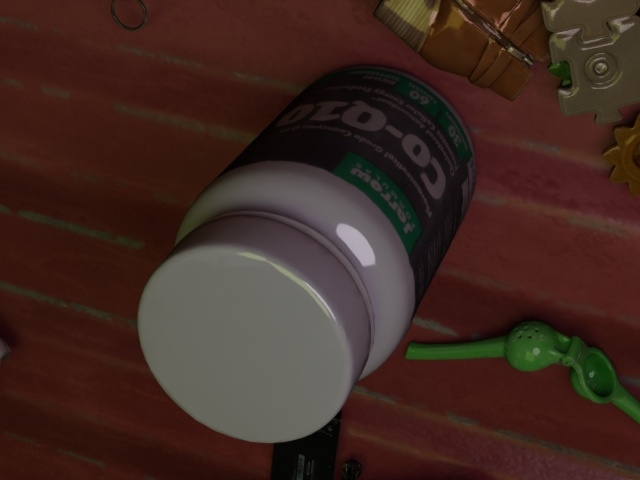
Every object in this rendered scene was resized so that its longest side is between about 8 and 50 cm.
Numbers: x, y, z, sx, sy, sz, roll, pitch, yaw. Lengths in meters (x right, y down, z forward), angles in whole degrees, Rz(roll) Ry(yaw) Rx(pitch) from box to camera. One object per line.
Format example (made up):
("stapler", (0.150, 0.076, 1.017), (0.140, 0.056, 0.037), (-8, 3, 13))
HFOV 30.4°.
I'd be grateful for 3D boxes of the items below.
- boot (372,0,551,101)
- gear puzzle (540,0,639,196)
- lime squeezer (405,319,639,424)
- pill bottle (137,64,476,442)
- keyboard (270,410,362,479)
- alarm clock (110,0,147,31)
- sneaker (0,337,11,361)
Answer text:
("boot", (0.156, -0.226, 1.005), (0.152, 0.073, 0.197), (32, 122, -7))
("gear puzzle", (0.272, -0.190, 0.986), (0.175, 0.044, 0.339), (-11, 118, 11))
("lime squeezer", (0.238, 0.141, 1.171), (0.310, 0.059, 0.110), (21, 122, 9))
("pill bottle", (0.000, 0.000, 1.003), (0.204, 0.361, 0.204), (9, 120, 16))
("keyboard", (-0.004, 0.263, 1.351), (0.108, 0.023, 0.180), (17, 123, 19))
("alarm clock", (-0.208, -0.288, 1.111), (0.129, 0.064, 0.192), (-7, 117, 24))
("sneaker", (-0.483, 0.190, 1.452), (0.118, 0.110, 0.292), (35, 124, -10))
